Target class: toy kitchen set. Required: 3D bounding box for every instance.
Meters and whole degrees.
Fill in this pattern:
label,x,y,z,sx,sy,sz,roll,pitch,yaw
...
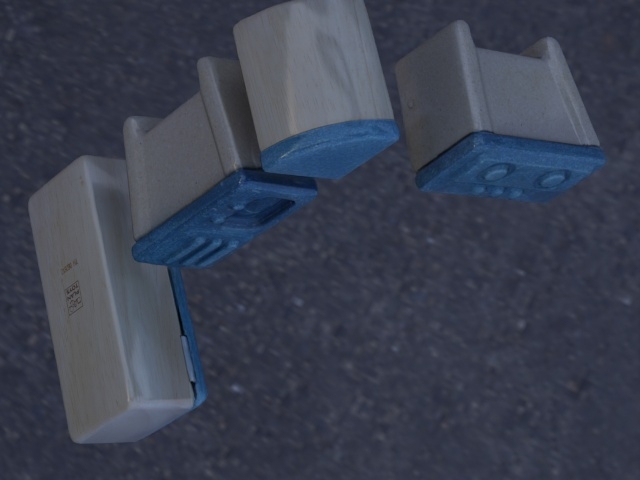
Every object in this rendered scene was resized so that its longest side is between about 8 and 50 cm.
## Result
label,x,y,z,sx,sy,sz,roll,pitch,yaw
toy kitchen set,0.000,0.000,0.768,0.166,0.207,0.122,4,64,-40
